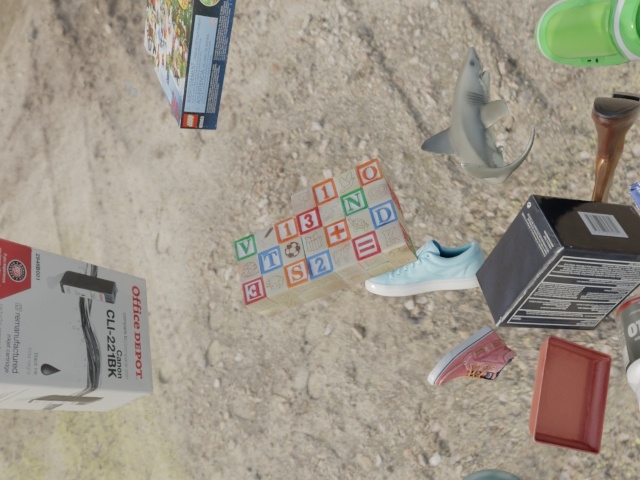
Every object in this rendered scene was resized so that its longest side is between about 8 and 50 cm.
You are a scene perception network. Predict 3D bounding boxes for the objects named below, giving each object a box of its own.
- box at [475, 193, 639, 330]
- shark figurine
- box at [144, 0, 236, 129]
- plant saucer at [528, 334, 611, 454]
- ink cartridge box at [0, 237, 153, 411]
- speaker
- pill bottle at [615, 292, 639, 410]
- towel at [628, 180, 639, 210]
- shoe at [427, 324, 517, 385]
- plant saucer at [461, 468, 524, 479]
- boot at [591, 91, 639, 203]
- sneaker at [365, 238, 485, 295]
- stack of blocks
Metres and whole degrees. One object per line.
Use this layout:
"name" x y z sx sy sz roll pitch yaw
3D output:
"box" 0.585 0.061 1.328 0.183 0.296 0.294 -101 22 -43
"shark figurine" 0.198 -0.129 0.757 0.116 0.166 0.278 -3 41 5
"box" -0.158 -0.255 0.636 0.233 0.044 0.159 58 142 43
"plant saucer" 0.626 0.391 1.396 0.047 0.259 0.259 -8 66 61
"ink cartridge box" -0.384 0.133 0.797 0.114 0.272 0.197 -24 63 23
"speaker" 0.501 -0.378 0.972 0.131 0.131 0.296 -57 15 9
"pill bottle" 0.800 0.272 1.295 0.161 0.161 0.283 -15 33 28
"towel" 0.740 -0.072 0.920 0.336 0.040 0.243 -33 94 41
"shoe" 0.288 0.235 1.035 0.081 0.178 0.064 44 148 30
"plant saucer" 0.358 0.552 1.120 0.194 0.038 0.195 -9 42 8
"boot" 0.667 -0.198 1.306 0.096 0.264 0.281 16 116 23
"sneaker" 0.305 0.068 1.641 0.365 0.135 0.150 -8 106 13
"stack of blocks" 0.000 0.000 0.969 0.297 0.087 0.171 -23 61 14
